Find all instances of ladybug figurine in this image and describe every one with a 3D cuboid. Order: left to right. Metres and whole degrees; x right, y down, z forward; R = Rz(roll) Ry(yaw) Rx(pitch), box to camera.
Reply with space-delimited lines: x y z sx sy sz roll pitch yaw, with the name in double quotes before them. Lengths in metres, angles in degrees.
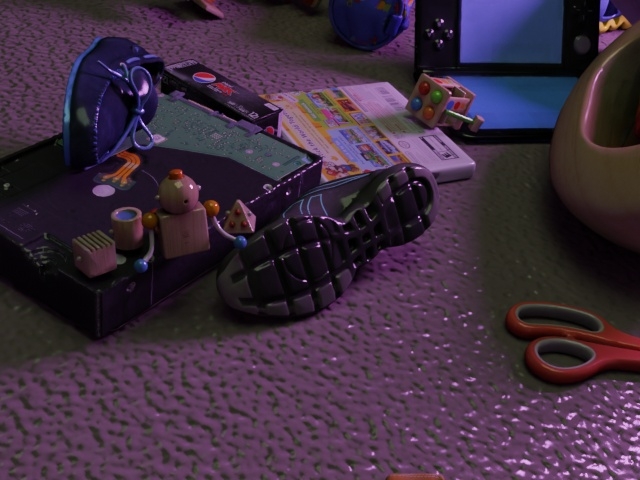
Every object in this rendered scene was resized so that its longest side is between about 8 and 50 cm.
"ladybug figurine" 0.428 -0.135 1.098 0.305 0.162 0.449 -17 31 38

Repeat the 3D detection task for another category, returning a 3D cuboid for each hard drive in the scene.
"hard drive" -0.188 -0.047 0.991 0.237 0.064 0.339 27 39 24

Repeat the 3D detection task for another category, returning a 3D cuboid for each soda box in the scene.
"soda box" -0.124 -0.163 1.175 0.169 0.060 0.053 33 43 30

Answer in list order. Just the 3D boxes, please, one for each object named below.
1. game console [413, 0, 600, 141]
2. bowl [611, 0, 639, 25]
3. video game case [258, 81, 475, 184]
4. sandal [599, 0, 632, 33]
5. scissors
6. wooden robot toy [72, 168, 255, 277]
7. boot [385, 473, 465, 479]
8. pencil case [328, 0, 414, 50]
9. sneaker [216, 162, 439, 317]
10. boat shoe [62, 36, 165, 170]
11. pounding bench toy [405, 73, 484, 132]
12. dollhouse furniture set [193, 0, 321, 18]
"game console" 0.294 -0.269 1.330 0.293 0.250 0.173 -3 9 -16
"bowl" 0.546 -0.354 1.390 0.298 0.134 0.298 42 12 -11
"video game case" 0.049 -0.131 1.198 0.206 0.026 0.227 -10 40 -25
"sandal" 0.517 -0.434 1.636 0.317 0.138 0.126 -6 39 -17
"scissors" 0.328 0.107 0.915 0.297 0.021 0.109 6 33 -2
"wooden robot toy" -0.136 -0.029 0.843 0.173 0.079 0.076 -13 33 -21
"boot" 0.041 0.218 0.655 0.197 0.073 0.152 19 35 -6
"pencil case" 0.107 -0.411 1.530 0.133 0.119 0.306 23 36 3
"sneaker" 0.000 0.000 0.962 0.267 0.101 0.106 -26 19 -32
"boat shoe" -0.212 -0.159 1.003 0.089 0.109 0.258 8 36 -6
"pounding bench toy" 0.161 -0.169 1.209 0.065 0.052 0.083 -4 38 -47
"dollhouse furniture set" -0.103 -0.461 1.462 0.135 0.262 0.259 42 15 36
